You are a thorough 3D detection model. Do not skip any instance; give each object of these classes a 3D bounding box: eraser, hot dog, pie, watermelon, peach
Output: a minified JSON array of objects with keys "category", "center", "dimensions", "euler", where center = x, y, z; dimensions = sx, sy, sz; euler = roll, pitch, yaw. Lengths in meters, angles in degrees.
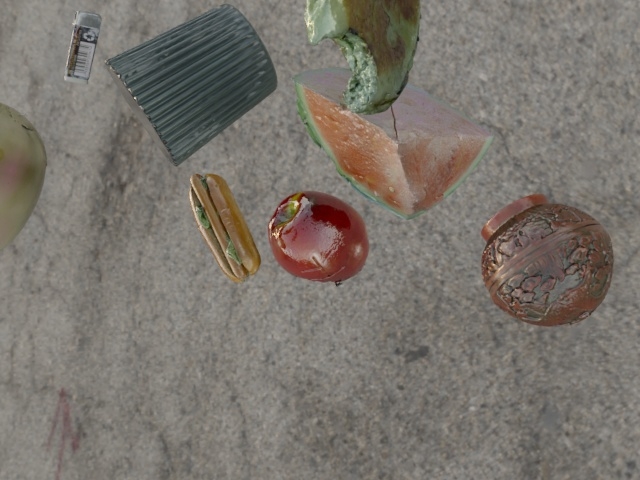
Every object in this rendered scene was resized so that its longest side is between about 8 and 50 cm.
[{"category":"eraser","center":[-0.251,-0.201,0.660],"dimensions":[0.099,0.027,0.019],"euler":[-57,41,42]},{"category":"hot dog","center":[-0.209,-0.028,1.316],"dimensions":[0.100,0.068,0.250],"euler":[-31,78,20]},{"category":"pie","center":[0.072,-0.340,0.917],"dimensions":[0.066,0.302,0.303],"euler":[-1,85,33]},{"category":"watermelon","center":[0.116,-0.177,1.222],"dimensions":[0.292,0.319,0.222],"euler":[37,126,28]},{"category":"peach","center":[0.000,0.000,1.368],"dimensions":[0.196,0.226,0.190],"euler":[-55,33,-4]}]

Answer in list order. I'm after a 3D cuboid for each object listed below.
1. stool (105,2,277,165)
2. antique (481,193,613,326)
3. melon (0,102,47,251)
[{"category":"stool","center":[-0.306,-0.394,1.553],"dimensions":[0.330,0.297,0.297],"euler":[-35,60,-12]},{"category":"antique","center":[0.176,0.019,0.485],"dimensions":[0.104,0.104,0.104],"euler":[-4,83,36]},{"category":"melon","center":[-0.600,-0.097,1.068],"dimensions":[0.223,0.223,0.317],"euler":[41,107,32]}]
